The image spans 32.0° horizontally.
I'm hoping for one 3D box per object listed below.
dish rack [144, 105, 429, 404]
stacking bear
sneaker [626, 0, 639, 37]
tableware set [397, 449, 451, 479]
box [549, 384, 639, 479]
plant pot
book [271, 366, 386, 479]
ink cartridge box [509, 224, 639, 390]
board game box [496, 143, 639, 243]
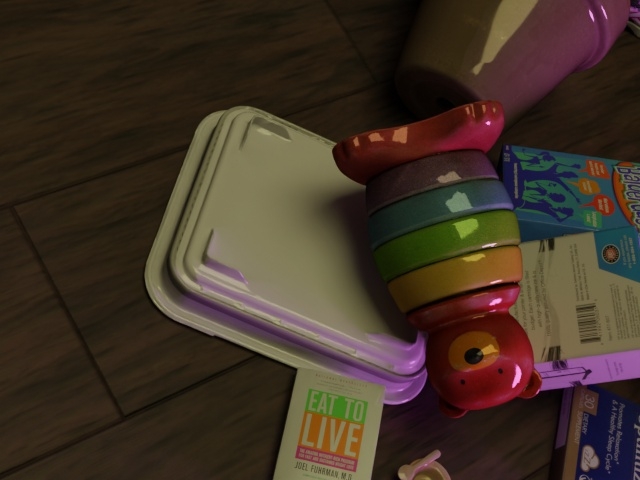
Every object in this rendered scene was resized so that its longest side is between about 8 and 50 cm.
[{"bbox_3d":[0.000,0.000,1.221,0.333,0.072,0.285,24,55,-13],"label":"dish rack"},{"bbox_3d":[0.136,0.030,1.133,0.175,0.164,0.289,-15,81,4],"label":"stacking bear"},{"bbox_3d":[0.468,-0.344,1.621,0.178,0.077,0.072,5,63,-23],"label":"sneaker"},{"bbox_3d":[0.093,0.298,1.129,0.141,0.020,0.168,-18,71,-32],"label":"tableware set"},{"bbox_3d":[0.371,0.260,1.270,0.225,0.036,0.136,25,56,-12],"label":"box"},{"bbox_3d":[0.212,-0.247,1.365,0.263,0.263,0.229,35,71,-3],"label":"plant pot"},{"bbox_3d":[0.007,0.206,1.129,0.096,0.035,0.144,14,56,-4],"label":"book"},{"bbox_3d":[0.256,0.080,1.221,0.203,0.086,0.148,-10,59,17],"label":"ink cartridge box"},{"bbox_3d":[0.317,-0.042,1.334,0.210,0.047,0.160,8,37,1],"label":"board game box"}]
